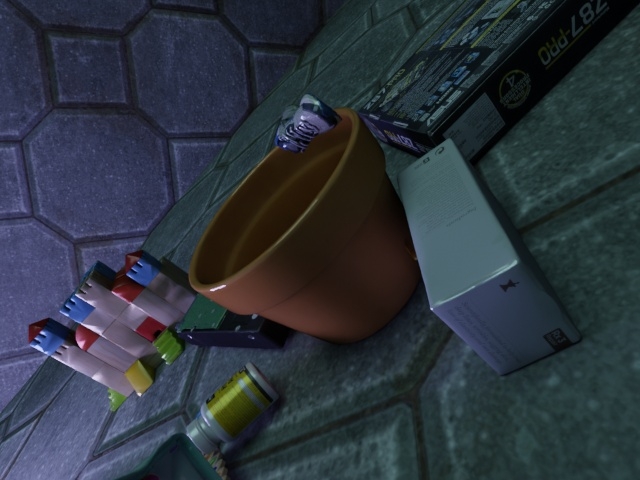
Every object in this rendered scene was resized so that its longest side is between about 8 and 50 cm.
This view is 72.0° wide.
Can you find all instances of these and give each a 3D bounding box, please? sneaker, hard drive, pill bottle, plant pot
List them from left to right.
[{"bbox_3d":[-0.118,0.226,0.591,0.116,0.065,0.065,-41,24,-14],"label":"pill bottle"},{"bbox_3d":[-0.133,0.087,0.835,0.338,0.064,0.237,-14,41,48],"label":"hard drive"},{"bbox_3d":[-0.020,-0.130,0.524,0.058,0.052,0.135,-61,20,-5],"label":"sneaker"},{"bbox_3d":[0.000,0.000,0.589,0.290,0.203,0.291,-36,28,23],"label":"plant pot"}]

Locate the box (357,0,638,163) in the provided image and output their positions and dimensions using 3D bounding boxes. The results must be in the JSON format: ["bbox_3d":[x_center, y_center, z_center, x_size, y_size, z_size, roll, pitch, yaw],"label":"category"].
[{"bbox_3d":[0.270,-0.310,0.734,0.395,0.097,0.318,-46,27,5],"label":"box"}]

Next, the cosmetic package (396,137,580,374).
[{"bbox_3d":[0.154,0.003,0.449,0.085,0.117,0.231,-35,27,25],"label":"cosmetic package"}]

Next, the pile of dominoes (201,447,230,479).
[{"bbox_3d":[-0.194,0.328,0.516,0.196,0.040,0.251,-47,6,-19],"label":"pile of dominoes"}]

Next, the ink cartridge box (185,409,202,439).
[{"bbox_3d":[-0.155,0.265,0.647,0.083,0.028,0.048,-32,16,29],"label":"ink cartridge box"}]

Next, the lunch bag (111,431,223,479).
[{"bbox_3d":[-0.114,0.318,0.291,0.223,0.262,0.160,-46,-12,7],"label":"lunch bag"}]

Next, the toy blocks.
[{"bbox_3d":[-0.437,0.160,0.979,0.381,0.261,0.191,-46,25,3],"label":"toy blocks"}]
